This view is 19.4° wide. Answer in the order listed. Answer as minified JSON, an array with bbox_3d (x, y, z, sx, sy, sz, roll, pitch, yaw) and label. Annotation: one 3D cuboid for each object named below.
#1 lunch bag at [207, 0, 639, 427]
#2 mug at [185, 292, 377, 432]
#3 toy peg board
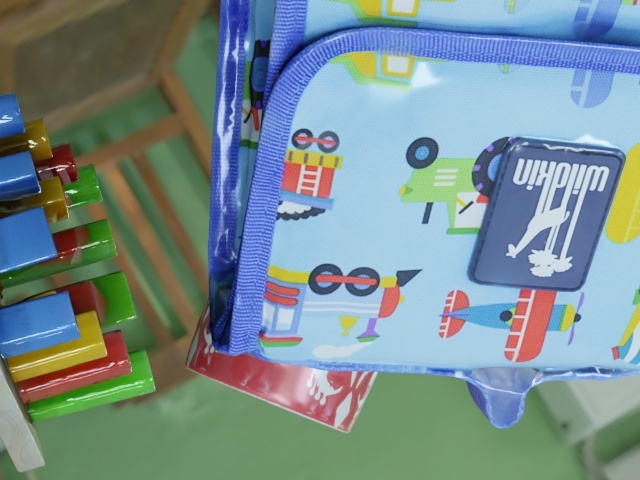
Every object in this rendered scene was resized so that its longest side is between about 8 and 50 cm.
[{"bbox_3d":[0.076,-0.070,0.701,0.221,0.138,0.293,1,111,-15],"label":"lunch bag"},{"bbox_3d":[-0.006,-0.002,0.936,0.150,0.113,0.169,27,84,-53],"label":"mug"},{"bbox_3d":[-0.136,0.006,0.896,0.079,0.161,0.161,-16,159,-7],"label":"toy peg board"}]
